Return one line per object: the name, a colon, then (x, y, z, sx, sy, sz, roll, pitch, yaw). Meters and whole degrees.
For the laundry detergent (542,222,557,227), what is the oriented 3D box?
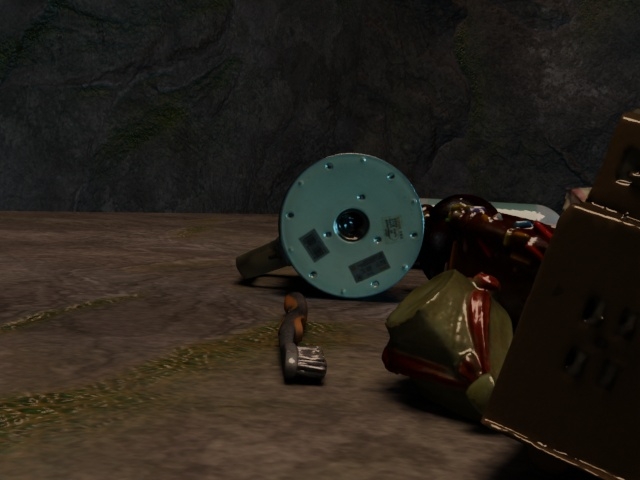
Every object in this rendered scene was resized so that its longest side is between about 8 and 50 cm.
laundry detergent: (0.359, 0.023, 1.340, 0.335, 0.087, 0.159, 4, -1, -17)

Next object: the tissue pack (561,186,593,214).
tissue pack: (0.442, 0.016, 1.022, 0.344, 0.125, 0.242, 3, 15, 5)

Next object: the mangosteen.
mangosteen: (0.158, 0.000, 1.154, 0.140, 0.140, 0.140, 3, 4, 0)

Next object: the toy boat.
toy boat: (0.083, 0.062, 0.589, 0.089, 0.071, 0.185, -38, 0, 6)

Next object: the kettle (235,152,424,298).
kettle: (0.000, 0.000, 1.145, 0.211, 0.160, 0.243, -26, 0, -6)

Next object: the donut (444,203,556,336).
donut: (0.197, 0.039, 0.694, 0.235, 0.089, 0.235, 16, 3, -1)

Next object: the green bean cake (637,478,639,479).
green bean cake: (0.201, 0.069, 0.178, 0.255, 0.132, 0.241, 4, 7, 9)

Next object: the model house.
model house: (0.233, 0.050, 0.439, 0.248, 0.176, 0.181, 22, 10, 21)

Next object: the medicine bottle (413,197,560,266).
medicine bottle: (0.310, -0.003, 1.473, 0.352, 0.110, 0.110, 4, 4, 12)

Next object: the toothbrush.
toothbrush: (-0.020, 0.069, 0.750, 0.031, 0.023, 0.321, 10, 4, -5)
